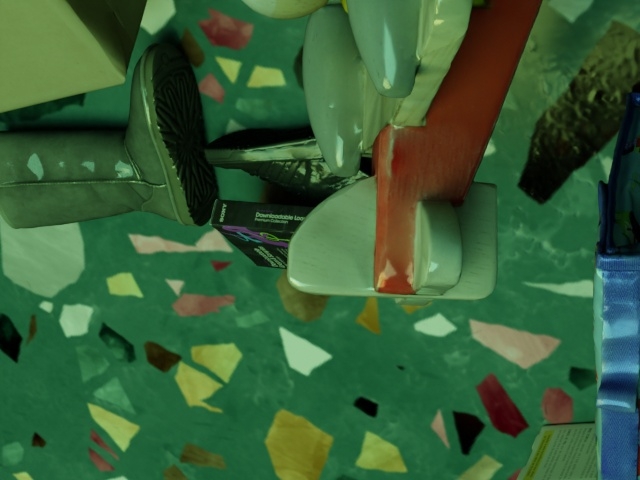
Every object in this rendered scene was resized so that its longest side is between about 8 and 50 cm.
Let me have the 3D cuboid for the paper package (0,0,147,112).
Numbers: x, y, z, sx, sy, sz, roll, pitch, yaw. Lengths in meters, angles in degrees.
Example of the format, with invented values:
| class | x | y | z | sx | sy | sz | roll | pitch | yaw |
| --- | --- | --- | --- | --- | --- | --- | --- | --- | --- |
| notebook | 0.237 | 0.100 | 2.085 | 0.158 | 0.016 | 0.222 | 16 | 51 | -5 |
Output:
| class | x | y | z | sx | sy | sz | roll | pitch | yaw |
| --- | --- | --- | --- | --- | --- | --- | --- | --- | --- |
| paper package | -0.340 | -0.244 | 1.571 | 0.325 | 0.168 | 0.309 | -10 | 140 | 29 |

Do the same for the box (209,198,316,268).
| class | x | y | z | sx | sy | sz | roll | pitch | yaw |
| --- | --- | --- | --- | --- | --- | --- | --- | --- | --- |
| box | 0.000 | 0.000 | 1.672 | 0.162 | 0.029 | 0.116 | 4 | 163 | 20 |

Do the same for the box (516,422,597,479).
| class | x | y | z | sx | sy | sz | roll | pitch | yaw |
| --- | --- | --- | --- | --- | --- | --- | --- | --- | --- |
| box | 0.296 | 0.202 | 1.658 | 0.244 | 0.100 | 0.060 | -6 | 117 | 27 |

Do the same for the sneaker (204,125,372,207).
| class | x | y | z | sx | sy | sz | roll | pitch | yaw |
| --- | --- | --- | --- | --- | --- | --- | --- | --- | --- |
| sneaker | -0.014 | -0.052 | 1.675 | 0.170 | 0.051 | 0.089 | -5 | 113 | 23 |

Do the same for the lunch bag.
| class | x | y | z | sx | sy | sz | roll | pitch | yaw |
| --- | --- | --- | --- | --- | --- | --- | --- | --- | --- |
| lunch bag | 0.262 | 0.052 | 1.464 | 0.138 | 0.293 | 0.221 | 8 | 121 | 19 |

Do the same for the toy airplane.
| class | x | y | z | sx | sy | sz | roll | pitch | yaw |
| --- | --- | --- | --- | --- | --- | --- | --- | --- | --- |
| toy airplane | 0.051 | -0.140 | 1.391 | 0.272 | 0.384 | 0.386 | 24 | 127 | -3 |

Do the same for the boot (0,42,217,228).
| class | x | y | z | sx | sy | sz | roll | pitch | yaw |
| --- | --- | --- | --- | --- | --- | --- | --- | --- | --- |
| boot | -0.207 | -0.090 | 1.735 | 0.209 | 0.076 | 0.189 | 7 | 119 | 28 |
